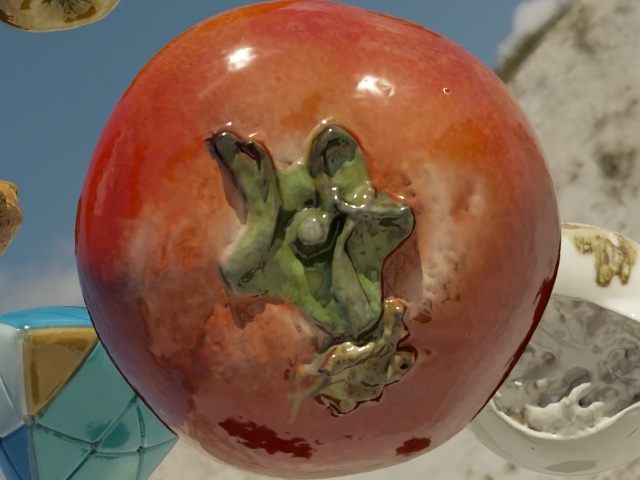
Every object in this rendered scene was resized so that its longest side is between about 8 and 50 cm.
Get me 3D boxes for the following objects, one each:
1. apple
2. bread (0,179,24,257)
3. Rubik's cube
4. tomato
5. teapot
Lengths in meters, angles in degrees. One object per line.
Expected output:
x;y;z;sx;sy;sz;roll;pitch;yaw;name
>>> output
-0.247;-0.267;1.401;0.182;0.155;0.182;-26;-20;-10;apple
-0.463;-0.036;1.697;0.271;0.077;0.139;13;-45;-33;bread
-0.199;0.124;1.415;0.254;0.254;0.254;-38;-15;-12;Rubik's cube
0.000;0.000;1.042;0.321;0.321;0.321;-38;-15;-12;tomato
0.179;0.092;1.223;0.298;0.204;0.139;-15;12;17;teapot
